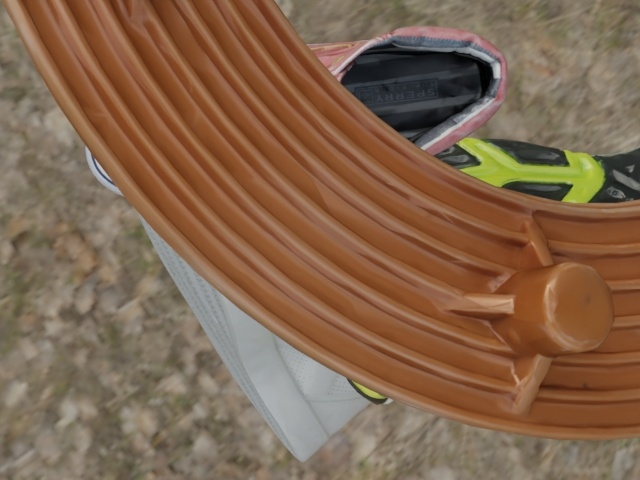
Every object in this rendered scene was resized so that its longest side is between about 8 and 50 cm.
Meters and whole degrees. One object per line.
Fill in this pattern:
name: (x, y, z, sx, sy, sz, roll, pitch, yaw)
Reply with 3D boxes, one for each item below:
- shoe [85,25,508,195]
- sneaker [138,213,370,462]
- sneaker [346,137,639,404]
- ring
shoe: (-0.011, -0.055, 0.701, 0.178, 0.081, 0.063, -10, 92, -5)
sneaker: (0.000, 0.000, 1.006, 0.169, 0.292, 0.108, -36, 54, -8)
sneaker: (0.185, 0.027, 0.932, 0.384, 0.145, 0.147, 5, 141, 4)
ring: (0.066, -0.118, 0.433, 0.032, 0.336, 0.337, -16, 101, 59)
